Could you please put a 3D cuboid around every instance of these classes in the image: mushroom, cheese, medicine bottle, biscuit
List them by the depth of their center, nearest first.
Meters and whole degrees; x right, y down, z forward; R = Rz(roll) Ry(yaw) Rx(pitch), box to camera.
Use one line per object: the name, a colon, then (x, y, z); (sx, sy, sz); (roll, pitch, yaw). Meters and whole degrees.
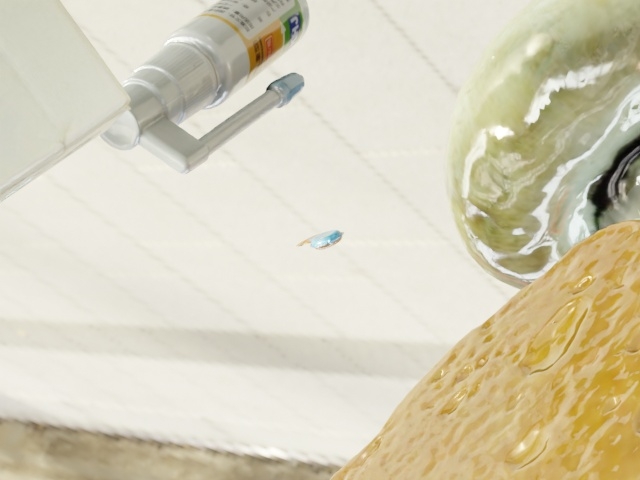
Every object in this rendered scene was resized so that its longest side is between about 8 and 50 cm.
biscuit: (0.110, 0.134, 0.752); (0.057, 0.351, 0.312); (45, 170, -16)
medicine bottle: (-0.070, -0.116, 0.949); (0.092, 0.221, 0.061); (35, 131, 7)
mushroom: (0.270, -0.077, 1.159); (0.352, 0.260, 0.352); (-9, 130, -11)
cheese: (0.000, -0.001, 1.813); (0.111, 0.047, 0.017); (1, 114, 68)

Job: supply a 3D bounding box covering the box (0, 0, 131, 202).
box: (-0.237, -0.053, 0.601); (0.164, 0.256, 0.069); (55, 161, -6)
